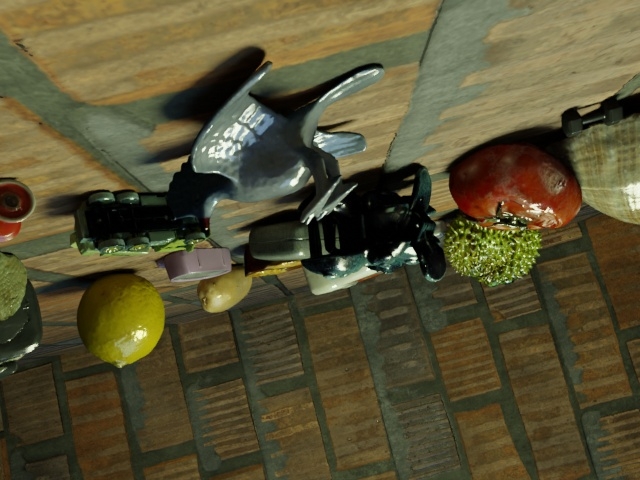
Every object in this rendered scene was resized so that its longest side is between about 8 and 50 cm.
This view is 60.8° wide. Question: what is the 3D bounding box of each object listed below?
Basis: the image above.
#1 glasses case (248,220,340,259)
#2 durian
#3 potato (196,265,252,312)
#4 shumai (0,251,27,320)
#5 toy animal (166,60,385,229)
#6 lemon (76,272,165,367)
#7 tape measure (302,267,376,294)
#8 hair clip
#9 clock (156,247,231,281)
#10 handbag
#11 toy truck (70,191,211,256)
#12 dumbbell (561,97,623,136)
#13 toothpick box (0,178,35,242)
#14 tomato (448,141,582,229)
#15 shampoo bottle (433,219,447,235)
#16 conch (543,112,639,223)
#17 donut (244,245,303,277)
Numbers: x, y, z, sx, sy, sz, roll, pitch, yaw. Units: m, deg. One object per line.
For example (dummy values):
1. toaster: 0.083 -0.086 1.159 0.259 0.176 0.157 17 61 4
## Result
1. glasses case: 0.000 0.000 1.126 0.131 0.074 0.323 -3 179 35
2. durian: 0.483 0.000 1.537 0.290 0.225 0.291 14 153 7
3. potato: -0.251 0.122 1.432 0.109 0.119 0.178 19 -158 25
4. shumai: -0.497 0.066 0.793 0.087 0.099 0.124 2 170 4
5. toy animal: -0.051 -0.092 0.554 0.255 0.176 0.239 -52 165 11
6. lemon: -0.417 0.165 1.146 0.178 0.203 0.178 -4 157 -1
7. tape measure: 0.087 0.056 1.508 0.265 0.130 0.258 -25 170 26
8. hair clip: 0.106 -0.021 0.965 0.206 0.195 0.310 -6 178 28
9. clock: -0.269 0.055 1.167 0.109 0.050 0.152 -20 169 32
10. handbag: -0.582 0.151 0.866 0.254 0.182 0.181 -11 173 -36
11. toy truck: -0.238 -0.015 0.713 0.168 0.077 0.100 -7 166 -45
12. dumbbell: 0.408 -0.184 0.821 0.083 0.040 0.036 -15 -158 7
13. toothpick box: -0.333 -0.029 0.573 0.047 0.047 0.083 -7 169 -40
14. tomato: 0.330 -0.068 0.944 0.227 0.101 0.228 14 162 5
15. shampoo bottle: 0.342 -0.031 1.627 0.072 0.043 0.099 -19 171 13
16. conch: 0.550 -0.119 0.931 0.352 0.210 0.297 -21 161 28
17. donut: -0.100 0.037 1.255 0.166 0.074 0.184 -17 171 10
